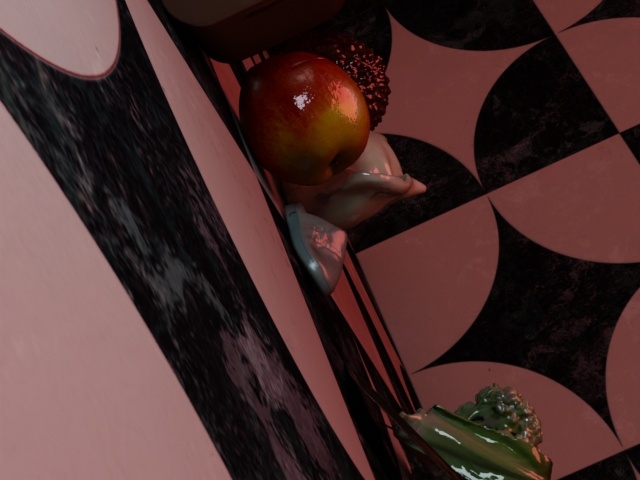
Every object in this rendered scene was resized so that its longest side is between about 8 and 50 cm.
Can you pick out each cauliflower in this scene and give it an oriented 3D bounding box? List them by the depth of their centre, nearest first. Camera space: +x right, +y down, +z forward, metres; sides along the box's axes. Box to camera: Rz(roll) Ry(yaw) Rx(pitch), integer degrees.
[{"bbox_3d":[0.211,0.326,1.605,0.315,0.256,0.239,33,17,-15],"label":"cauliflower"}]

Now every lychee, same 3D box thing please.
[{"bbox_3d":[0.005,-0.289,2.093,0.300,0.264,0.264,-10,72,-52],"label":"lychee"}]

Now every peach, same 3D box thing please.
[{"bbox_3d":[-0.027,-0.180,1.533,0.192,0.190,0.190,62,3,9],"label":"peach"}]

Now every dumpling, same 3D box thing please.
[{"bbox_3d":[0.059,-0.092,1.757,0.243,0.187,0.318,16,11,-27],"label":"dumpling"}]

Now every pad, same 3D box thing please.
[{"bbox_3d":[0.186,0.281,1.355,0.375,0.063,0.315,45,0,-1],"label":"pad"}]

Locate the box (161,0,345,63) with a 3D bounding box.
[{"bbox_3d":[-0.122,-0.427,1.366,0.229,0.239,0.339,60,5,-83],"label":"box"}]

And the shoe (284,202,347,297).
[{"bbox_3d":[0.000,0.000,1.532,0.079,0.078,0.195,64,0,-35],"label":"shoe"}]
